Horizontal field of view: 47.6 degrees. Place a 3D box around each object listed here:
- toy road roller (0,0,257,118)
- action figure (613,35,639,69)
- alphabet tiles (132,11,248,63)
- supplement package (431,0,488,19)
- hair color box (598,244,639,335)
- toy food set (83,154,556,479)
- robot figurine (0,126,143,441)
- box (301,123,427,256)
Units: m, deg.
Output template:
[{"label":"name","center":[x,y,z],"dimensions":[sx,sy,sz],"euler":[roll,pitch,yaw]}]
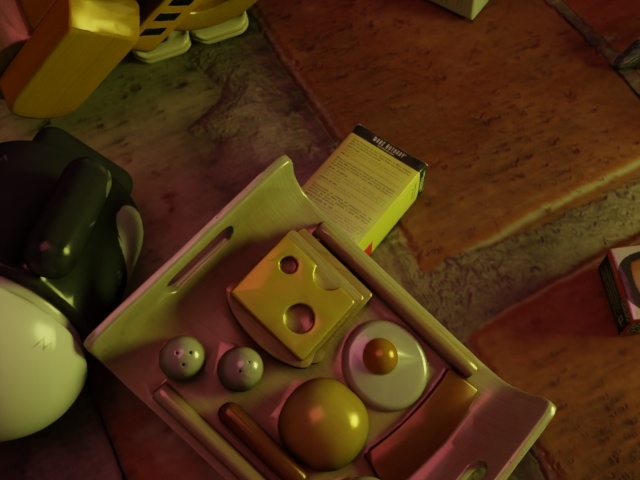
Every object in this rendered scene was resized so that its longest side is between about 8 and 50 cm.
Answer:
[{"label":"toy road roller","center":[-0.207,-0.284,0.763],"dimensions":[0.330,0.241,0.202],"euler":[-33,75,32]},{"label":"action figure","center":[0.437,-0.328,0.759],"dimensions":[0.330,0.178,0.341],"euler":[-41,91,-21]},{"label":"alphabet tiles","center":[-0.190,-0.352,0.866],"dimensions":[0.278,0.021,0.284],"euler":[-19,76,-3]},{"label":"supplement package","center":[0.101,-0.423,0.828],"dimensions":[0.293,0.177,0.175],"euler":[32,70,18]},{"label":"hair color box","center":[0.331,0.037,0.645],"dimensions":[0.141,0.043,0.072],"euler":[-8,63,1]},{"label":"toy food set","center":[0.007,0.107,0.566],"dimensions":[0.306,0.092,0.220],"euler":[44,73,0]},{"label":"robot figurine","center":[-0.253,0.027,0.603],"dimensions":[0.174,0.209,0.278],"euler":[6,45,3]},{"label":"box","center":[0.000,0.000,0.683],"dimensions":[0.087,0.058,0.232],"euler":[33,69,18]}]
